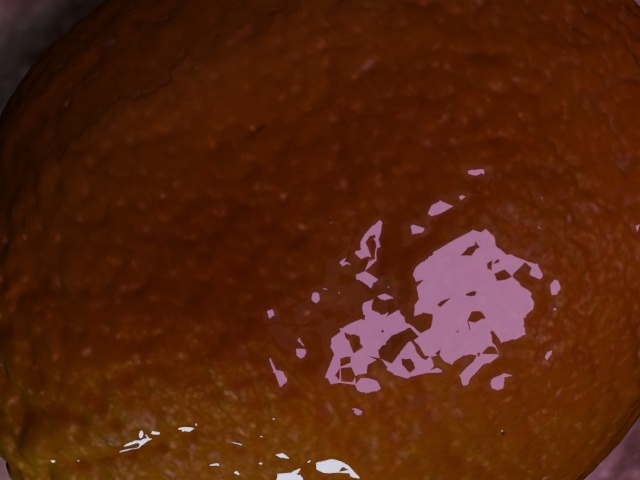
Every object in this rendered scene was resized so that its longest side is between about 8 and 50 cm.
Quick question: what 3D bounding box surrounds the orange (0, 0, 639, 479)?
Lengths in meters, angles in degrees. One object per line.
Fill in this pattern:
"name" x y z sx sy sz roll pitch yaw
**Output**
"orange" 0.000 0.000 0.889 0.357 0.322 0.322 -25 120 -3
